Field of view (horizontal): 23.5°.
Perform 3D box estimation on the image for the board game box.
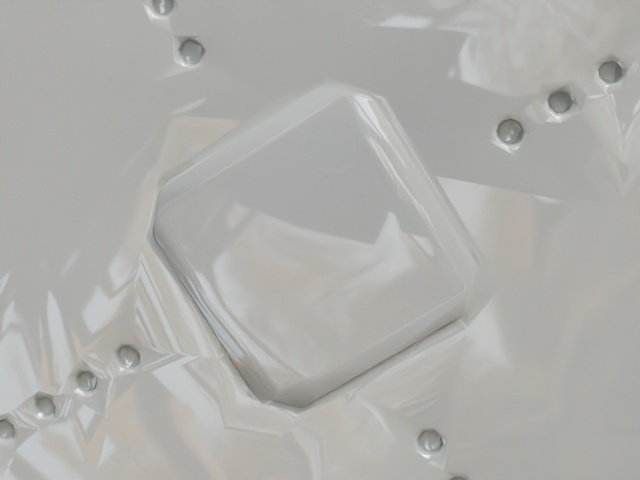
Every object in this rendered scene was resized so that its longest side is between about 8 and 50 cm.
[{"bbox_3d":[0.000,0.000,0.657,0.050,0.390,0.390,-45,-31,-75],"label":"board game box"}]
